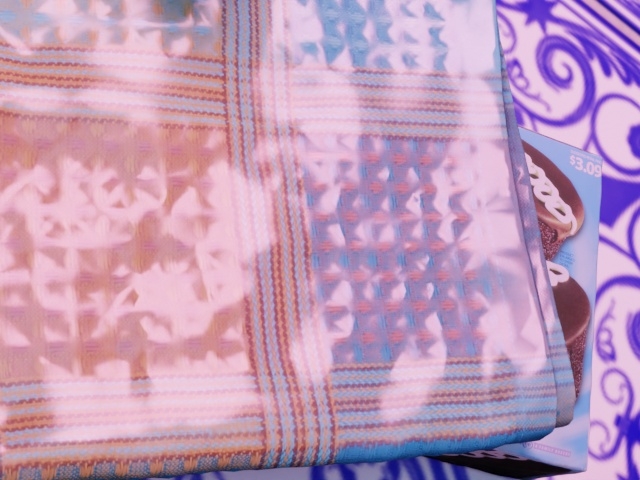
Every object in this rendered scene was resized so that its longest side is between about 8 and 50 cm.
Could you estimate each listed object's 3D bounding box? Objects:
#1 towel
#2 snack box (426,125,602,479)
[{"bbox_3d":[-0.055,-0.029,0.573,0.370,0.040,0.272,0,74,-27],"label":"towel"},{"bbox_3d":[0.000,0.000,0.652,0.322,0.060,0.187,17,67,-23],"label":"snack box"}]
